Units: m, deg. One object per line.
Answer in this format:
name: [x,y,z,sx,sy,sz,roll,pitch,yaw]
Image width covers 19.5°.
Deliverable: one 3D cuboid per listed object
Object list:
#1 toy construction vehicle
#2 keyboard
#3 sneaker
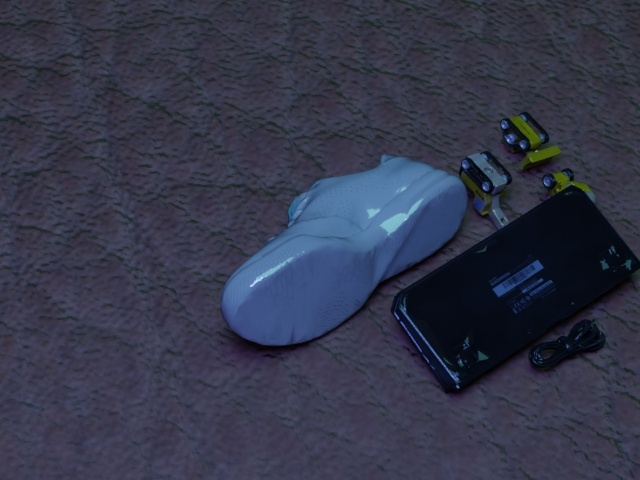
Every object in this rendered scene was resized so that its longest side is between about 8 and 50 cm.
toy construction vehicle: [0.148,-0.043,1.376,0.086,0.035,0.098,-22,58,-35]
keyboard: [0.145,0.043,1.298,0.180,0.023,0.108,-31,75,-24]
sneaker: [0.000,0.000,1.304,0.212,0.080,0.094,-28,46,-34]
